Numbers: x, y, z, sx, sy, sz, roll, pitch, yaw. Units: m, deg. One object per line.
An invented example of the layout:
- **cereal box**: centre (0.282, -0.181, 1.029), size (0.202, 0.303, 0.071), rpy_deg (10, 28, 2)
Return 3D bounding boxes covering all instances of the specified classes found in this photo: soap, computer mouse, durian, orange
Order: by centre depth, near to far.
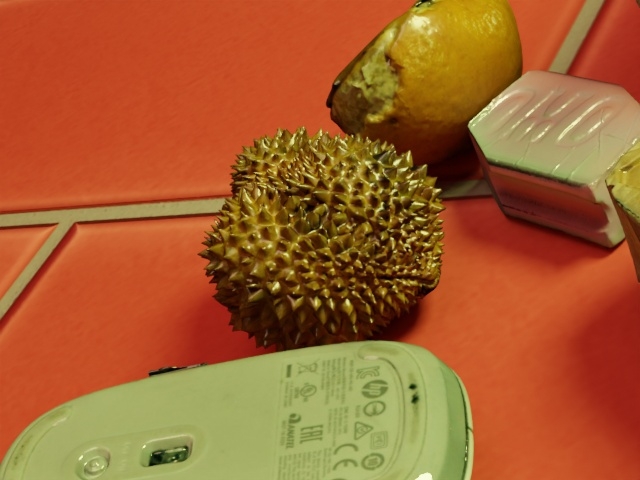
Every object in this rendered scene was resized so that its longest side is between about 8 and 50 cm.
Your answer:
- **computer mouse**: centre (-0.053, 0.146, 0.933), size (0.288, 0.097, 0.159), rpy_deg (-10, 33, 9)
- **durian**: centre (0.000, 0.000, 1.071), size (0.168, 0.137, 0.158), rpy_deg (11, 68, 29)
- **soap**: centre (0.160, -0.058, 1.088), size (0.100, 0.056, 0.149), rpy_deg (-40, 33, -21)
- **orange**: centre (0.080, -0.112, 1.167), size (0.170, 0.112, 0.160), rpy_deg (-62, -5, 1)

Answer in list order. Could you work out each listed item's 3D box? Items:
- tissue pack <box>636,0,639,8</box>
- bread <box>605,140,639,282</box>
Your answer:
- **tissue pack**: centre (0.331, -0.269, 1.077), size (0.229, 0.236, 0.333), rpy_deg (4, 45, 41)
- **bread**: centre (0.277, -0.025, 0.897), size (0.210, 0.110, 0.192), rpy_deg (-34, 26, -8)
